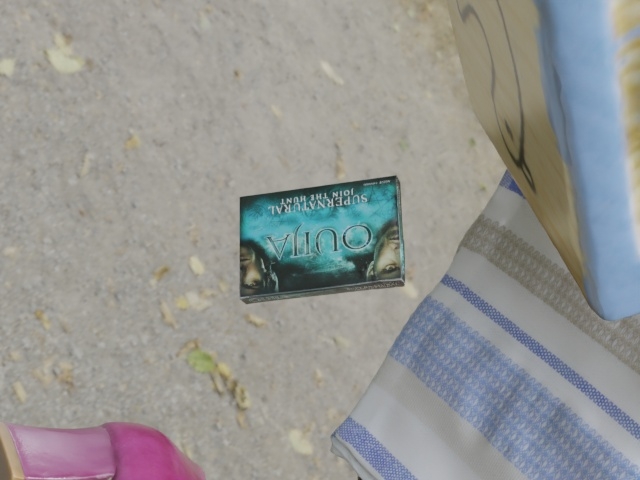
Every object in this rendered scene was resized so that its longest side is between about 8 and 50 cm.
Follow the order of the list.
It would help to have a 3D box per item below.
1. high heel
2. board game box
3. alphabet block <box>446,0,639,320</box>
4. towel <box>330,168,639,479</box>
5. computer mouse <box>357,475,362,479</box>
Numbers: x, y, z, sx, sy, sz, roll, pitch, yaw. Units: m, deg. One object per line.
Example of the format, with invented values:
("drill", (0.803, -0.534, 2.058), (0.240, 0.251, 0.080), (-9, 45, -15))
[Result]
("high heel", (-0.056, 0.160, 0.370), (0.117, 0.082, 0.244), (19, 18, -39))
("board game box", (0.000, 0.000, 1.113), (0.026, 0.186, 0.126), (52, 33, -64))
("alphabet block", (0.170, -0.116, 0.461), (0.197, 0.193, 0.192), (-106, 177, -54))
("towel", (0.137, 0.080, 0.639), (0.034, 0.285, 0.209), (22, 14, -46))
("computer mouse", (0.087, 0.284, 0.720), (0.072, 0.272, 0.188), (-20, 102, -22))
